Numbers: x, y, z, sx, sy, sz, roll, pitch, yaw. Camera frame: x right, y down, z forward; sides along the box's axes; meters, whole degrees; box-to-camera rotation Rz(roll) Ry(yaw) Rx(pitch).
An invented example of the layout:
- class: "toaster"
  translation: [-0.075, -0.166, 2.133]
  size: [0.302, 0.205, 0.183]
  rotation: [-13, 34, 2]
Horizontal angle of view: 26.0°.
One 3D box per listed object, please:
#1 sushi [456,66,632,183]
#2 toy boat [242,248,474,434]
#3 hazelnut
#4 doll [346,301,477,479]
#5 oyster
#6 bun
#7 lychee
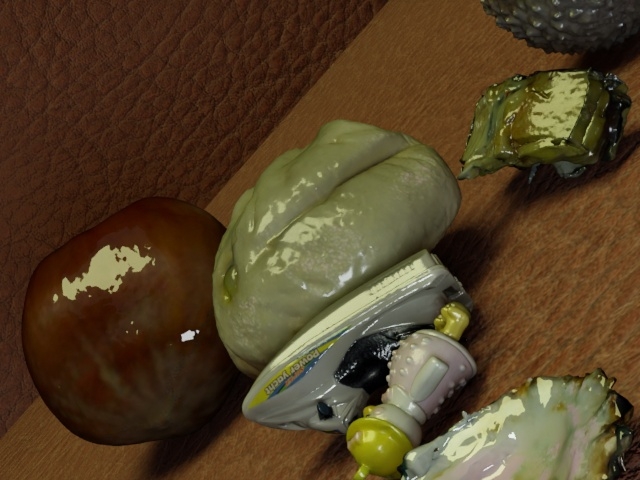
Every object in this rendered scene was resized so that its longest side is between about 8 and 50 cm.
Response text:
- class: "sushi"
  translation: [0.252, -0.119, 1.631]
  size: [0.291, 0.131, 0.139]
  rotation: [1, 70, 63]
- class: "toy boat"
  translation: [0.047, 0.130, 1.481]
  size: [0.269, 0.141, 0.141]
  rotation: [-44, 13, 1]
- class: "hazelnut"
  translation: [-0.250, 0.119, 2.006]
  size: [0.366, 0.366, 0.366]
  rotation: [-42, 13, 12]
- class: "doll"
  translation: [0.089, 0.154, 1.357]
  size: [0.207, 0.081, 0.129]
  rotation: [-54, -3, -27]
- class: "oyster"
  translation: [0.134, 0.199, 1.078]
  size: [0.260, 0.092, 0.198]
  rotation: [-34, 14, 7]
- class: "bun"
  translation: [0.000, 0.000, 1.681]
  size: [0.365, 0.219, 0.365]
  rotation: [-47, 0, 0]
- class: "lychee"
  translation: [0.339, -0.390, 1.821]
  size: [0.300, 0.300, 0.300]
  rotation: [-42, 13, 12]
